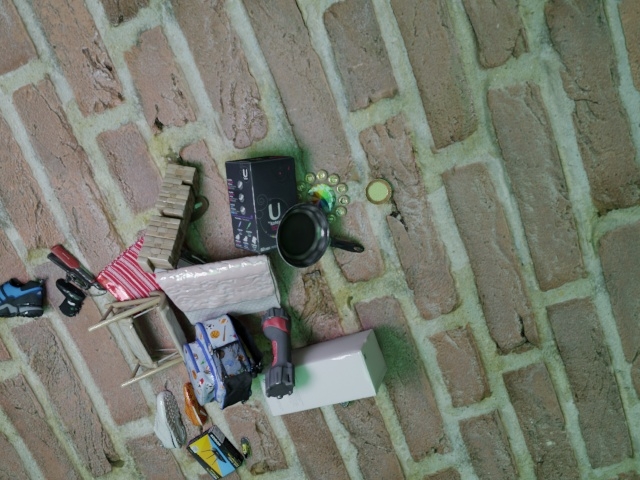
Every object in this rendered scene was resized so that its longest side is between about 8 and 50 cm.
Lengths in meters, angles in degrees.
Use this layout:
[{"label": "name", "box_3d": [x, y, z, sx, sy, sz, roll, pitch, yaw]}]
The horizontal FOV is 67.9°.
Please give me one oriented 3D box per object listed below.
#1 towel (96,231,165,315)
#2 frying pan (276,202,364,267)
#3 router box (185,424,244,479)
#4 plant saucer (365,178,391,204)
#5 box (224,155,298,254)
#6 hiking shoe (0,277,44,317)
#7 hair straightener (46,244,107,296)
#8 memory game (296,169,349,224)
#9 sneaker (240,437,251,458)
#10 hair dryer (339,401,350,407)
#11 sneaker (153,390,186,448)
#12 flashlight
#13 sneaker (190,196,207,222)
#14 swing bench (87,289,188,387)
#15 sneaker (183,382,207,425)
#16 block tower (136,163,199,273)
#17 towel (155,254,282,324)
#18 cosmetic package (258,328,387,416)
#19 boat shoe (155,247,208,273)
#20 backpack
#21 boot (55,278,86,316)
[{"label": "towel", "box_3d": [-0.606, 0.115, 1.621, 0.274, 0.031, 0.199, -38, 100, 12]}, {"label": "frying pan", "box_3d": [-0.004, -0.028, 1.462, 0.326, 0.053, 0.198, -14, 106, -36]}, {"label": "router box", "box_3d": [-0.394, 0.797, 1.780, 0.133, 0.046, 0.179, -35, 100, 12]}, {"label": "plant saucer", "box_3d": [0.182, -0.154, 1.503, 0.083, 0.015, 0.084, 1, 104, 3]}, {"label": "box", "box_3d": [-0.171, -0.113, 1.438, 0.143, 0.165, 0.271, 11, 112, 47]}, {"label": "hiking shoe", "box_3d": [-1.089, 0.200, 1.654, 0.303, 0.113, 0.132, 0, 75, 10]}, {"label": "hair straightener", "box_3d": [-0.840, 0.117, 1.638, 0.230, 0.047, 0.089, 41, 121, -13]}, {"label": "memory game", "box_3d": [0.000, -0.133, 1.523, 0.186, 0.012, 0.186, 1, 105, 3]}, {"label": "sneaker", "box_3d": [-0.278, 0.776, 1.772, 0.031, 0.035, 0.083, -14, 104, 7]}, {"label": "hair dryer", "box_3d": [0.095, 0.434, 1.634, 0.223, 0.080, 0.293, 40, 103, -6]}, {"label": "sneaker", "box_3d": [-0.571, 0.662, 1.740, 0.094, 0.090, 0.235, -5, 103, 15]}, {"label": "flashlight", "box_3d": [-0.137, 0.347, 1.482, 0.103, 0.304, 0.103, 7, 126, -9]}, {"label": "sneaker", "box_3d": [-0.449, -0.074, 1.538, 0.188, 0.071, 0.066, -32, 101, 12]}, {"label": "swing bench", "box_3d": [-0.578, 0.320, 1.590, 0.254, 0.165, 0.253, -16, 111, 2]}, {"label": "sneaker", "box_3d": [-0.472, 0.601, 1.726, 0.067, 0.064, 0.175, -10, 101, 17]}, {"label": "block tower", "box_3d": [-0.452, -0.065, 1.440, 0.097, 0.091, 0.336, 9, 64, 2]}, {"label": "towel", "box_3d": [-0.298, 0.160, 1.485, 0.331, 0.054, 0.317, -10, 146, -1]}, {"label": "cosmetic package", "box_3d": [0.010, 0.424, 1.535, 0.365, 0.197, 0.155, -18, 94, 22]}, {"label": "boat shoe", "box_3d": [-0.415, 0.090, 1.553, 0.121, 0.119, 0.335, -32, 125, 32]}, {"label": "backpack", "box_3d": [-0.322, 0.379, 1.509, 0.213, 0.264, 0.277, -6, 145, -25]}, {"label": "boot", "box_3d": [-0.885, 0.203, 1.658, 0.121, 0.045, 0.099, 35, 110, -4]}]
